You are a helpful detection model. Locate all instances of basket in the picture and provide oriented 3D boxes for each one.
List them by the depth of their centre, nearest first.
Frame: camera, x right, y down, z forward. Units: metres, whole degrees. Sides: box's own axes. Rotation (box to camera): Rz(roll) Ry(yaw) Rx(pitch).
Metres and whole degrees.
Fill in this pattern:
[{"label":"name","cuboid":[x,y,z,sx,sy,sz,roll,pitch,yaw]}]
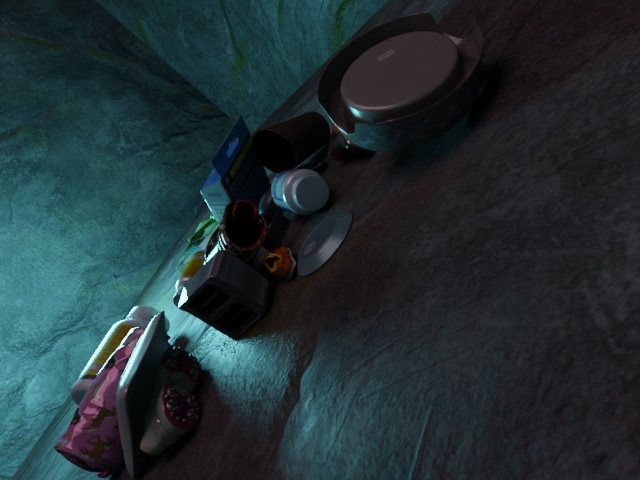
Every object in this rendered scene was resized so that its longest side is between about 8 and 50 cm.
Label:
[{"label":"basket","cuboid":[-0.085,-0.345,1.671,0.204,0.154,0.227,15,39,37]}]

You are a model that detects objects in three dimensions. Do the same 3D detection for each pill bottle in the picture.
[{"label":"pill bottle","cuboid":[-0.054,-0.134,1.336,0.124,0.124,0.221,-52,20,-5]},{"label":"pill bottle","cuboid":[-0.615,0.377,1.552,0.188,0.188,0.334,-35,24,37]},{"label":"pill bottle","cuboid":[-0.418,0.138,1.658,0.117,0.117,0.208,-36,24,35]}]

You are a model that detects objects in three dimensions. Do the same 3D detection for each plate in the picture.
[{"label":"plate","cuboid":[0.000,0.000,1.122,0.188,0.024,0.188,-42,22,21]},{"label":"plate","cuboid":[-0.413,0.351,1.137,0.278,0.045,0.278,-90,7,-61]}]

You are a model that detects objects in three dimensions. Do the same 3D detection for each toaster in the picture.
[{"label":"toaster","cuboid":[-0.217,0.128,1.161,0.185,0.168,0.110,-41,25,26]}]

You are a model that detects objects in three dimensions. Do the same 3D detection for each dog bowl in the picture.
[{"label":"dog bowl","cuboid":[0.170,-0.331,1.029,0.348,0.102,0.349,-14,49,17]}]

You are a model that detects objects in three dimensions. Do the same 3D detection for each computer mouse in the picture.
[{"label":"computer mouse","cuboid":[-0.113,-0.166,1.553,0.272,0.072,0.188,-50,18,-22]}]

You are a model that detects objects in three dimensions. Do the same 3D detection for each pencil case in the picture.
[{"label":"pencil case","cuboid":[-0.535,0.426,1.322,0.167,0.160,0.386,-7,43,33]}]

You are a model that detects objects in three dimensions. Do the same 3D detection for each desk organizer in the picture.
[{"label":"desk organizer","cuboid":[-0.136,-0.028,1.433,0.047,0.050,0.130,-37,23,34]}]

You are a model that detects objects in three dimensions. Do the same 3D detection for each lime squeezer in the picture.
[{"label":"lime squeezer","cuboid":[-0.371,-0.089,1.887,0.310,0.059,0.110,-23,58,10]}]

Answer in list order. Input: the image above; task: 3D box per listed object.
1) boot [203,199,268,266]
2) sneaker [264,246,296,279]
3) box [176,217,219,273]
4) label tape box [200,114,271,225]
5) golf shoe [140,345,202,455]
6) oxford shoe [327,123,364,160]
[{"label":"boot","cuboid":[-0.240,0.006,1.360,0.378,0.138,0.284,-82,18,-50]},{"label":"sneaker","cuboid":[-0.105,0.045,1.196,0.175,0.067,0.064,-150,79,-73]},{"label":"box","cuboid":[-0.403,-0.011,1.888,0.232,0.059,0.322,-22,27,18]},{"label":"label tape box","cuboid":[-0.295,-0.209,1.666,0.115,0.348,0.249,1,48,22]},{"label":"golf shoe","cuboid":[-0.351,0.357,1.124,0.140,0.115,0.306,-51,18,7]},{"label":"oxford shoe","cuboid":[0.075,-0.261,1.367,0.271,0.096,0.099,-106,38,-72]}]
